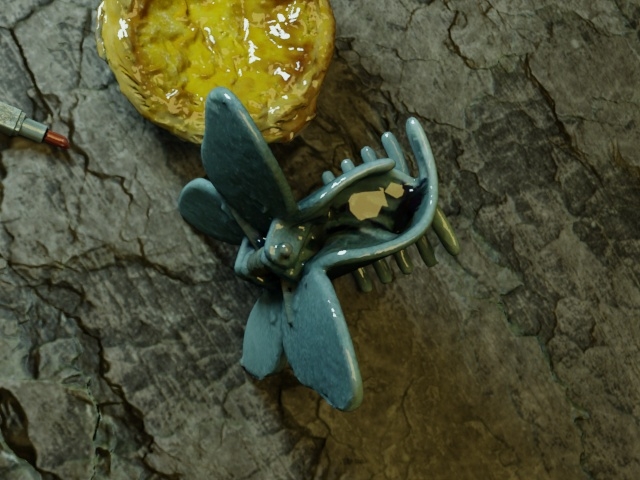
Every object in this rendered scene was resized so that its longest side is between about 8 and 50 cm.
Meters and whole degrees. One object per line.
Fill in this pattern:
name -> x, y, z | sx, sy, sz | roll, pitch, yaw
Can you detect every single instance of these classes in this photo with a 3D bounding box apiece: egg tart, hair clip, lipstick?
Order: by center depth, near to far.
hair clip -> 0.000, 0.000, 1.313 | 0.238, 0.318, 0.392 | -23, 86, -27
lipstick -> -0.382, -0.147, 1.332 | 0.129, 0.030, 0.030 | 23, 70, -18
egg tart -> -0.147, -0.274, 1.412 | 0.341, 0.129, 0.341 | 5, 78, -23
